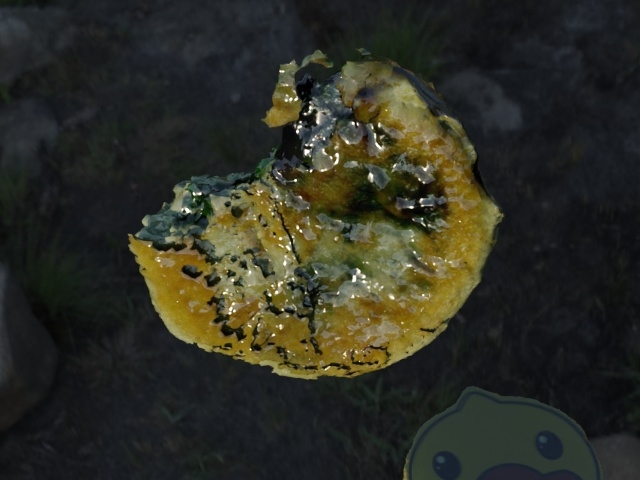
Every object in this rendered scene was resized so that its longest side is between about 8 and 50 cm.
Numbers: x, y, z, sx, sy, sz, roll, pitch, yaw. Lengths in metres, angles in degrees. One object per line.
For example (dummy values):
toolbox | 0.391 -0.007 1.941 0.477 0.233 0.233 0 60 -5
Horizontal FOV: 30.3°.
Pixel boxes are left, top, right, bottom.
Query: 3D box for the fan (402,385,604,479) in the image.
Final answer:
fan | 0.217 0.294 1.316 0.229 0.011 0.335 -10 45 -8

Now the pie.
pie | 0.000 0.000 1.108 0.371 0.296 0.078 -40 20 27
